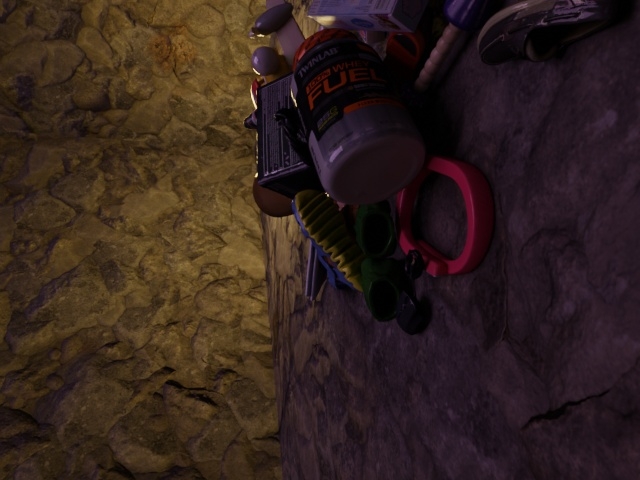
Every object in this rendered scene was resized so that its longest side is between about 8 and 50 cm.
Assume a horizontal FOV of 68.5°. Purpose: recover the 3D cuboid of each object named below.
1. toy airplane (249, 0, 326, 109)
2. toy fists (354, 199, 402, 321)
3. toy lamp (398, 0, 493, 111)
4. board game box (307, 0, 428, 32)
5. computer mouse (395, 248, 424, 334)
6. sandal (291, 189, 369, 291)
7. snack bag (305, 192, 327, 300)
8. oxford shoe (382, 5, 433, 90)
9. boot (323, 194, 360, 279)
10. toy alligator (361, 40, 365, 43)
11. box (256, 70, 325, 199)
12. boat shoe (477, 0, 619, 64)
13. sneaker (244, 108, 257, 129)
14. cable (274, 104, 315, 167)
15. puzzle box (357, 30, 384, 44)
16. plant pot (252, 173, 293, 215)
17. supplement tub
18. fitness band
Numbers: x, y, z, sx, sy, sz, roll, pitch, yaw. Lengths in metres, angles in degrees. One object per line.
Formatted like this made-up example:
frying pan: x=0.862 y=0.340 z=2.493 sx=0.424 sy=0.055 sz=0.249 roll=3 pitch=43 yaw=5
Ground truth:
toy airplane: x=-0.087 y=-0.566 z=1.497 sx=0.386 sy=0.272 sz=0.384 roll=31 pitch=116 yaw=39
toy fists: x=0.132 y=0.038 z=1.057 sx=0.142 sy=0.096 sz=0.279 roll=-111 pitch=11 yaw=-74
toy lamp: x=0.224 y=-0.348 z=0.849 sx=0.275 sy=0.080 sz=0.080 roll=118 pitch=149 yaw=-65
board game box: x=0.131 y=-0.565 z=0.893 sx=0.318 sy=0.066 sz=0.318 roll=40 pitch=108 yaw=52
computer mouse: x=0.175 y=0.108 z=0.934 sx=0.071 sy=0.041 sz=0.242 roll=-115 pitch=13 yaw=-47
sandal: x=0.023 y=0.014 z=1.218 sx=0.317 sy=0.126 sz=0.138 roll=58 pitch=148 yaw=6
snack bag: x=0.000 y=0.000 z=1.511 sx=0.342 sy=0.037 sz=0.323 roll=-41 pitch=-44 yaw=-81
oxford shoe: x=0.186 y=-0.387 z=1.021 sx=0.098 sy=0.097 sz=0.271 roll=-54 pitch=-1 yaw=-13
boot: x=0.095 y=-0.019 z=1.293 sx=0.220 sy=0.109 sz=0.284 roll=-179 pitch=90 yaw=-66
toy alligator: x=0.095 y=-0.465 z=1.305 sx=0.056 sy=0.051 sz=0.190 roll=49 pitch=164 yaw=21
box: x=-0.003 y=-0.292 z=1.241 sx=0.294 sy=0.182 sz=0.296 roll=-13 pitch=72 yaw=34
boat shoe: x=0.282 y=-0.270 z=0.611 sx=0.223 sy=0.080 sz=0.073 roll=175 pitch=101 yaw=-71
sneaker: x=-0.156 y=-0.354 z=1.373 sx=0.077 sy=0.178 sz=0.072 roll=-13 pitch=89 yaw=34
cable: x=-0.034 y=-0.229 z=1.042 sx=0.150 sy=0.047 sz=0.184 roll=53 pitch=-164 yaw=-5
puzzle box: x=0.081 y=-0.741 z=1.255 sx=0.272 sy=0.052 sz=0.409 roll=79 pitch=175 yaw=-47
plant pot: x=-0.115 y=-0.203 z=1.892 sx=0.254 sy=0.237 sz=0.237 roll=12 pitch=101 yaw=59
supplement tub: x=0.060 y=-0.257 z=0.948 sx=0.207 sy=0.207 sz=0.338 roll=111 pitch=146 yaw=-52
fitness band: x=0.222 y=-0.052 z=0.883 sx=0.291 sy=0.054 sz=0.209 roll=-130 pitch=46 yaw=-67
